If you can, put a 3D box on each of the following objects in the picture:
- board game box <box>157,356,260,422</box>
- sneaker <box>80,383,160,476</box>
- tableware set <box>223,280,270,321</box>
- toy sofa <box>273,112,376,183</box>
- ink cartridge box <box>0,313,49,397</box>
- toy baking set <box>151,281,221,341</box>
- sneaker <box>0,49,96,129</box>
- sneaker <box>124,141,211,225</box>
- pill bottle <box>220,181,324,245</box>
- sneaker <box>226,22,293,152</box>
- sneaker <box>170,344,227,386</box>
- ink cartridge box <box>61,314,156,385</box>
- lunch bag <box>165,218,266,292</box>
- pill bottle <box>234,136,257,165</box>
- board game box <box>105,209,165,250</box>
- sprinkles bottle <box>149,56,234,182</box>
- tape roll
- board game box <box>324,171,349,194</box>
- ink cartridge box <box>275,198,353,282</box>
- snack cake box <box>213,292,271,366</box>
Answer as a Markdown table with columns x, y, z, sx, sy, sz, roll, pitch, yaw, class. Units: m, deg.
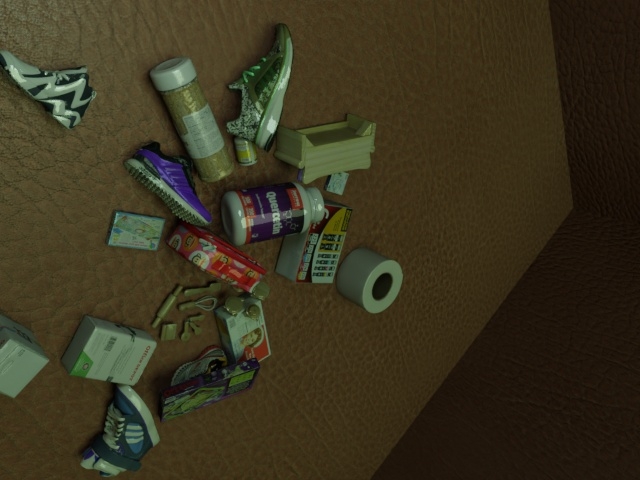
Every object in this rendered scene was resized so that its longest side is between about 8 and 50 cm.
| x | y | z | sx | sy | sz | roll | pitch | yaw | class |
| --- | --- | --- | --- | --- | --- | --- | --- | --- | --- |
| -0.394 | 0.528 | 1.859 | 0.347 | 0.056 | 0.208 | -13 | 143 | -29 | board game box |
| -0.668 | 0.628 | 1.691 | 0.236 | 0.130 | 0.322 | -34 | 134 | -33 | sneaker |
| -0.261 | 0.203 | 1.865 | 0.141 | 0.020 | 0.168 | 25 | 60 | -16 | tableware set |
| 0.021 | -0.334 | 1.877 | 0.363 | 0.150 | 0.177 | -19 | 126 | -36 | toy sofa |
| -0.821 | 0.294 | 1.363 | 0.128 | 0.176 | 0.127 | -50 | 134 | -13 | ink cartridge box |
| -0.453 | 0.233 | 1.788 | 0.197 | 0.030 | 0.256 | 33 | 85 | -49 | toy baking set |
| -0.644 | -0.398 | 1.270 | 0.153 | 0.094 | 0.235 | -53 | 135 | -13 | sneaker |
| -0.409 | -0.173 | 1.537 | 0.293 | 0.102 | 0.146 | 44 | 64 | -20 | sneaker |
| -0.158 | -0.096 | 1.755 | 0.323 | 0.181 | 0.181 | -12 | 117 | -24 | pill bottle |
| -0.191 | -0.487 | 1.616 | 0.182 | 0.158 | 0.409 | 13 | 82 | -10 | sneaker |
| -0.432 | 0.468 | 1.865 | 0.225 | 0.093 | 0.088 | -39 | 132 | -21 | sneaker |
| -0.643 | 0.340 | 1.609 | 0.219 | 0.093 | 0.160 | 31 | 87 | -46 | ink cartridge box |
| -0.319 | 0.061 | 1.663 | 0.293 | 0.258 | 0.120 | 36 | 86 | -47 | lunch bag |
| -0.245 | -0.307 | 1.702 | 0.065 | 0.065 | 0.116 | -27 | 126 | -32 | pill bottle |
| -0.552 | -0.029 | 1.571 | 0.154 | 0.026 | 0.103 | 10 | 102 | -45 | board game box |
| -0.365 | -0.344 | 1.532 | 0.121 | 0.121 | 0.355 | -38 | 131 | -24 | sprinkles bottle |
| 0.211 | 0.170 | 2.271 | 0.246 | 0.169 | 0.246 | -20 | 121 | -37 | tape roll |
| 0.063 | -0.230 | 2.056 | 0.090 | 0.020 | 0.090 | 12 | 100 | -45 | board game box |
| 0.000 | 0.000 | 2.026 | 0.272 | 0.130 | 0.309 | 4 | 106 | -45 | ink cartridge box |
| -0.285 | 0.343 | 1.947 | 0.152 | 0.089 | 0.264 | -28 | 126 | -33 | snack cake box |
